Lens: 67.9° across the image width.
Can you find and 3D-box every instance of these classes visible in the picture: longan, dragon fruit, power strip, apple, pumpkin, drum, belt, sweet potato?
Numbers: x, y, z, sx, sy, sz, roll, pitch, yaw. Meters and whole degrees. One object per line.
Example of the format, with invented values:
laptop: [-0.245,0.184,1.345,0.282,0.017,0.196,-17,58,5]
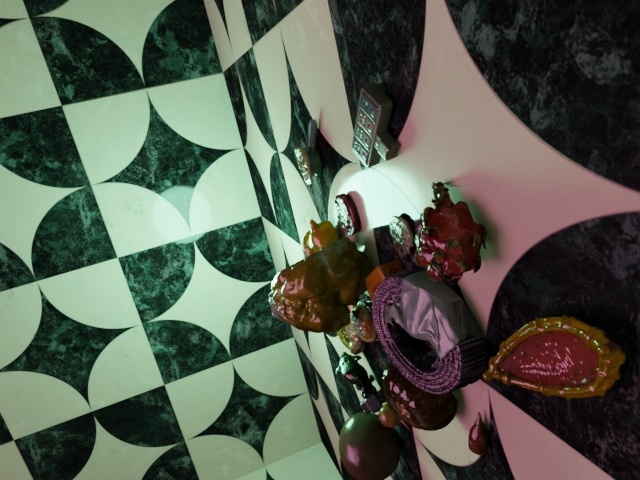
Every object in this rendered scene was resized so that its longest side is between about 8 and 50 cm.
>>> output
longan: [0.195,0.819,1.887,0.258,0.258,0.257,162,90,-75]
dragon fruit: [0.256,-0.019,0.964,0.137,0.135,0.235,91,177,-47]
power strip: [0.147,-0.267,1.195,0.145,0.061,0.215,57,160,27]
apple: [0.260,0.653,1.773,0.084,0.084,0.071,-133,46,-58]
pumpkin: [0.280,0.423,1.317,0.219,0.162,0.218,35,151,23]
drum: [-0.026,-0.321,1.738,0.253,0.049,0.129,114,136,-69]
belt: [0.250,0.217,1.151,0.325,0.122,0.260,48,138,43]
sweet potato: [0.390,0.473,1.171,0.049,0.050,0.117,-142,44,-64]

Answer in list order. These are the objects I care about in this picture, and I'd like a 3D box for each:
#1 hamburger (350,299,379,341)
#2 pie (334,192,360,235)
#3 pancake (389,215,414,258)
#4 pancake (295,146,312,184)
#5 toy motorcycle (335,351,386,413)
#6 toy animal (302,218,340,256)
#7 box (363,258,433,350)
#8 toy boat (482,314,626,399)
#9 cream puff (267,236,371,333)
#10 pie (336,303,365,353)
hamburger: [0.164,0.288,1.672,0.189,0.093,0.163,119,131,-72]
pie: [0.090,-0.089,1.620,0.153,0.038,0.153,159,90,-75]
pancake: [0.216,-0.012,1.282,0.129,0.023,0.116,130,123,-73]
pancake: [-0.060,-0.276,1.764,0.152,0.025,0.151,161,90,-75]
toy motorcycle: [0.159,0.559,1.881,0.274,0.125,0.187,55,-175,17]
toy animal: [0.003,0.004,1.841,0.229,0.156,0.155,114,136,-73]
box: [0.228,0.209,1.392,0.174,0.076,0.273,119,131,-68]
toy boat: [0.386,0.194,0.780,0.140,0.099,0.318,65,161,15]
cream puff: [0.016,0.171,1.585,0.275,0.379,0.378,60,164,3]
pie: [0.096,0.327,1.985,0.339,0.077,0.338,56,158,37]
